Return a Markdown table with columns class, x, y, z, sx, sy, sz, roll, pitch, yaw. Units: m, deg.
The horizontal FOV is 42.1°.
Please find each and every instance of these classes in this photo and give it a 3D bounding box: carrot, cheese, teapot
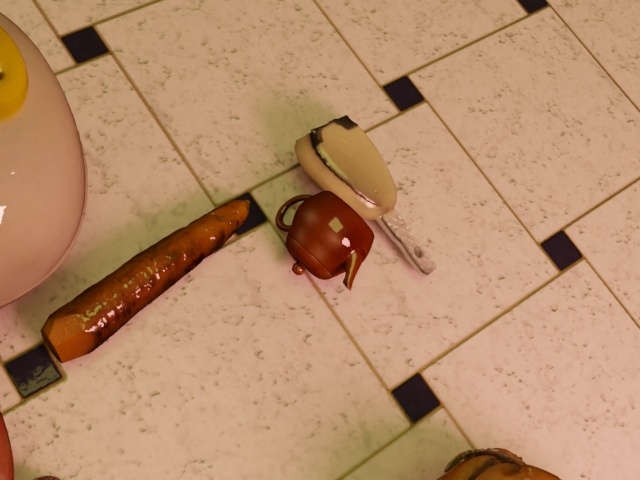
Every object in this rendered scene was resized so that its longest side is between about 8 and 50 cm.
| class | x | y | z | sx | sy | sz | roll | pitch | yaw |
| --- | --- | --- | --- | --- | --- | --- | --- | --- | --- |
| carrot | -0.200 | 0.038 | 1.026 | 0.314 | 0.066 | 0.066 | -37 | 80 | -28 |
| cheese | 0.074 | -0.056 | 1.139 | 0.251 | 0.054 | 0.127 | 53 | 43 | 4 |
| teapot | 0.000 | 0.000 | 1.080 | 0.116 | 0.116 | 0.173 | -29 | 50 | -25 |

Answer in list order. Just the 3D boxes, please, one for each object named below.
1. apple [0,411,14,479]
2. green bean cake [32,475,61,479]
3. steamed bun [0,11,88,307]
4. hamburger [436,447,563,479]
| class | x | y | z | sx | sy | sz | roll | pitch | yaw |
| --- | --- | --- | --- | --- | --- | --- | --- | --- | --- |
| apple | -0.444 | 0.219 | 0.714 | 0.348 | 0.277 | 0.348 | -2 | 98 | -11 |
| green bean cake | -0.280 | 0.331 | 0.871 | 0.135 | 0.056 | 0.135 | 33 | 62 | 3 |
| steamed bun | -0.423 | -0.091 | 0.887 | 0.334 | 0.334 | 0.374 | -19 | 68 | -22 |
| hamburger | 0.226 | 0.372 | 0.895 | 0.319 | 0.158 | 0.318 | 17 | 64 | -37 |
